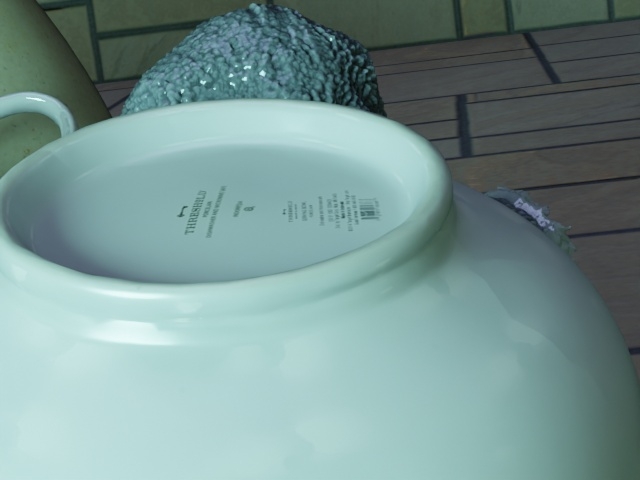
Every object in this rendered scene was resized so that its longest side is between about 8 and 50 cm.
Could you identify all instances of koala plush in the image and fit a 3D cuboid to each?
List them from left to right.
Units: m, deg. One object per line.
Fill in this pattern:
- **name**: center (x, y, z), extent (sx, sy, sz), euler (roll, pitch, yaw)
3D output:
- **koala plush**: center (0.000, 0.000, 0.776), extent (0.196, 0.203, 0.221), euler (-12, 24, -20)

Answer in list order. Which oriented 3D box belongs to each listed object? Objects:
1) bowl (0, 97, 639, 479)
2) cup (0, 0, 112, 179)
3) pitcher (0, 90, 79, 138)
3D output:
- **bowl**: center (-0.028, 0.041, 0.503), extent (0.298, 0.134, 0.298), euler (-3, 27, 2)
- **cup**: center (-0.296, -0.075, 1.144), extent (0.331, 0.237, 0.331), euler (-8, 12, 2)
- **pitcher**: center (-0.243, -0.006, 0.953), extent (0.207, 0.178, 0.125), euler (-6, -29, -4)
